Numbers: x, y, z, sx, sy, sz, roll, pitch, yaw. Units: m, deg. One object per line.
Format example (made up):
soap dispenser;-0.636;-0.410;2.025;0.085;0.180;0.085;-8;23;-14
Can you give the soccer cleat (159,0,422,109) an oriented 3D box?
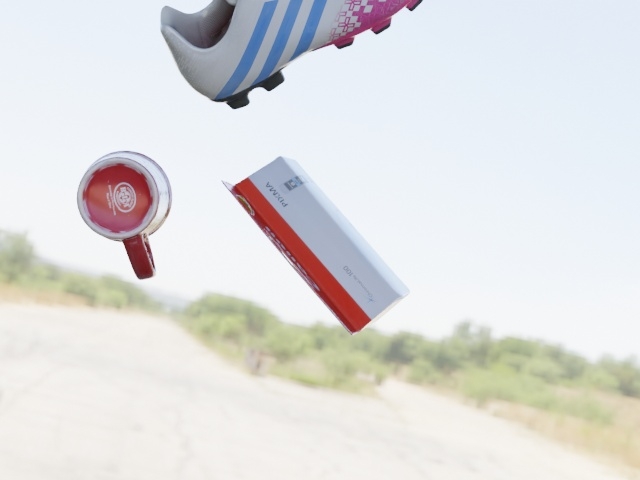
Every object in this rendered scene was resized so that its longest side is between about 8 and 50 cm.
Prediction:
soccer cleat;-0.018;-0.264;1.471;0.143;0.331;0.116;49;16;-36

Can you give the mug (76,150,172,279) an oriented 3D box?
mug;-0.217;-0.038;1.644;0.150;0.113;0.169;46;-3;-5

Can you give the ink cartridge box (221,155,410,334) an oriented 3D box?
ink cartridge box;0.000;0.000;2.251;0.308;0.091;0.385;50;5;5
